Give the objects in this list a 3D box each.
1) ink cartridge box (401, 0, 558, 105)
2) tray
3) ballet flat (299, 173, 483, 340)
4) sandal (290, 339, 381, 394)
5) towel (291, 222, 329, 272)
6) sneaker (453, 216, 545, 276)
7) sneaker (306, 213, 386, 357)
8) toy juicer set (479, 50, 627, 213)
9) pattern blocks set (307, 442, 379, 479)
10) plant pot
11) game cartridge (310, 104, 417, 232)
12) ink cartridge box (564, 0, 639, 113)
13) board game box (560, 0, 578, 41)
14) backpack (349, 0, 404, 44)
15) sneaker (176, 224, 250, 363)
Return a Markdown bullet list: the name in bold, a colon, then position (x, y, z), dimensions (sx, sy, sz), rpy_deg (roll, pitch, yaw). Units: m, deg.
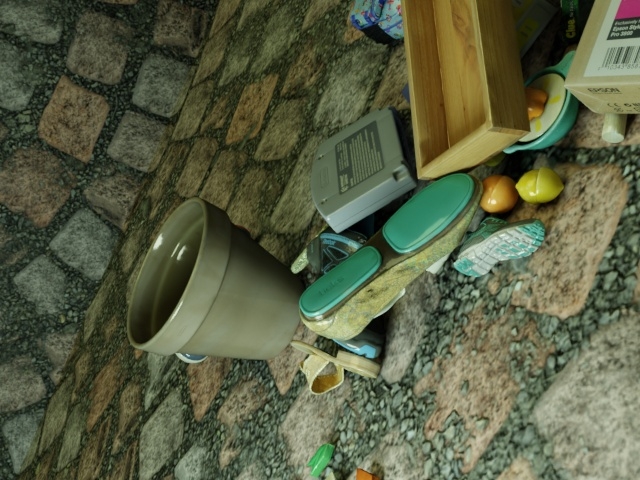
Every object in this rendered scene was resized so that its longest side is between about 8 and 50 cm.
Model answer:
- **ink cartridge box**: position (0.255, -0.348, 1.572), dimensions (0.307, 0.072, 0.303), rpy_deg (-53, 29, 19)
- **tray**: position (0.211, -0.318, 1.336), dimensions (0.203, 0.076, 0.411), rpy_deg (144, 127, -60)
- **ballet flat**: position (0.123, 0.033, 1.357), dimensions (0.348, 0.123, 0.123), rpy_deg (-39, 31, 6)
- **sandal**: position (0.007, 0.230, 1.511), dimensions (0.240, 0.088, 0.079), rpy_deg (2, 67, 56)
- **towel**: position (0.000, 0.000, 1.742), dimensions (0.148, 0.027, 0.110), rpy_deg (-49, -1, 25)
- **sneaker**: position (0.261, -0.008, 1.277), dimensions (0.166, 0.065, 0.076), rpy_deg (-28, 40, 48)
- **sneaker**: position (0.056, 0.061, 1.522), dimensions (0.139, 0.125, 0.341), rpy_deg (-51, 30, 24)
- **toy juicer set**: position (0.324, -0.164, 1.260), dimensions (0.329, 0.089, 0.209), rpy_deg (-39, 36, 42)
- **pattern blocks set**: position (0.010, 0.476, 1.359), dimensions (0.285, 0.026, 0.325), rpy_deg (-51, 29, 26)
- **plant pot**: position (-0.195, 0.111, 1.766), dimensions (0.323, 0.280, 0.323), rpy_deg (-44, 33, 38)
- **game cartridge**: position (0.074, -0.136, 1.633), dimensions (0.198, 0.062, 0.297), rpy_deg (-34, 28, 19)
- **ink cartridge box**: position (0.446, -0.260, 1.081), dimensions (0.235, 0.088, 0.193), rpy_deg (11, 78, 54)
- **board game box**: position (0.384, -0.453, 1.363), dimensions (0.030, 0.136, 0.259), rpy_deg (-2, 56, 14)
- **backpack**: position (0.163, -0.503, 1.821), dimensions (0.173, 0.117, 0.158), rpy_deg (8, 75, 60)
- **sneaker**: position (-0.252, 0.113, 2.037), dimensions (0.148, 0.131, 0.350), rpy_deg (-28, 44, 57)
